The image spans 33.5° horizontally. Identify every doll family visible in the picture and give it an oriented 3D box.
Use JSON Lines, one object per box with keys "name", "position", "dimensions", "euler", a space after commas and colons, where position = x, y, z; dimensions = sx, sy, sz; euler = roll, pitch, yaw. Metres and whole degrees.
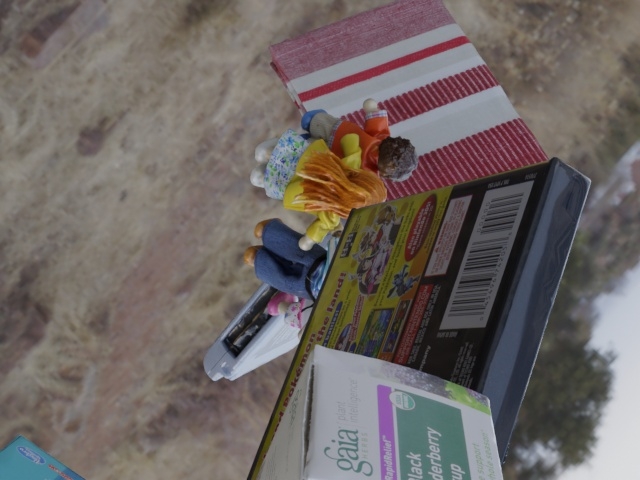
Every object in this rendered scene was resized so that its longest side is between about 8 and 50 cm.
{"name": "doll family", "position": [0.000, 0.000, 0.967], "dimensions": [0.118, 0.163, 0.263], "euler": [-4, 109, -41]}

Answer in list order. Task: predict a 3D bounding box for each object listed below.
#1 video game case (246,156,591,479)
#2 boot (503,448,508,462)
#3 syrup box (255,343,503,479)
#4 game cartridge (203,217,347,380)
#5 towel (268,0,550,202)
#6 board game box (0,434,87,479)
{"name": "video game case", "position": [0.048, 0.089, 0.702], "dimensions": [0.248, 0.035, 0.275], "euler": [-12, -126, 61]}
{"name": "boot", "position": [0.082, 0.161, 0.772], "dimensions": [0.099, 0.045, 0.121], "euler": [43, 74, -42]}
{"name": "syrup box", "position": [0.000, 0.177, 0.512], "dimensions": [0.093, 0.096, 0.237], "euler": [-88, -162, -60]}
{"name": "game cartridge", "position": [-0.018, 0.065, 1.407], "dimensions": [0.297, 0.062, 0.198], "euler": [-50, 168, 34]}
{"name": "towel", "position": [0.112, -0.136, 1.242], "dimensions": [0.237, 0.329, 0.037], "euler": [-22, 157, -16]}
{"name": "board game box", "position": [-0.307, 0.361, 1.112], "dimensions": [0.079, 0.254, 0.336], "euler": [-58, 176, 16]}
